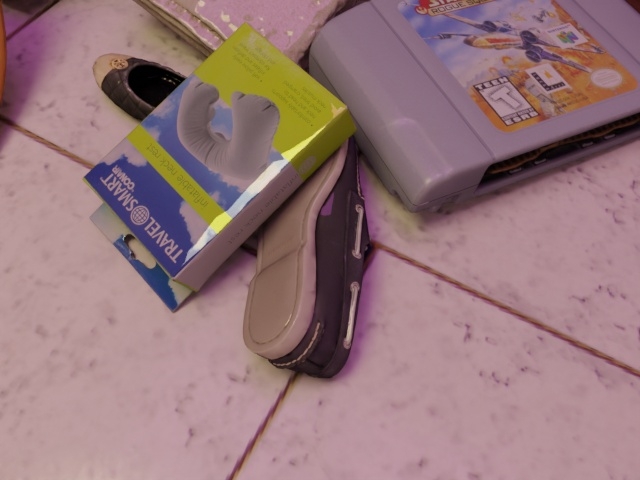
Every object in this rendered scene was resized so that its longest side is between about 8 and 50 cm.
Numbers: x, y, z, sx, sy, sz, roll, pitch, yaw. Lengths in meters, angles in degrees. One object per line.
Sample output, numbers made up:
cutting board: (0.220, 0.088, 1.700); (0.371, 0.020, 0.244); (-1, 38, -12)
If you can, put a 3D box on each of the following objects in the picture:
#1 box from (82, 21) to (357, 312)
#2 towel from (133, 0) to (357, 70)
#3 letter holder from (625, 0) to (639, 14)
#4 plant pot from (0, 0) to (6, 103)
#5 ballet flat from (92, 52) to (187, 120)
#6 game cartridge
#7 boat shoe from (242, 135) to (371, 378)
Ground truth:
box: (-0.076, -0.051, 0.434); (0.178, 0.042, 0.109); (-45, 69, -3)
towel: (-0.028, -0.275, 0.543); (0.187, 0.049, 0.282); (39, 84, 0)
letter holder: (0.401, -0.286, 0.584); (0.214, 0.152, 0.302); (-37, 67, -21)
plant pot: (-0.384, -0.140, 0.390); (0.204, 0.290, 0.290); (5, 56, 21)
ballet flat: (-0.108, -0.113, 0.503); (0.173, 0.049, 0.057); (27, 59, 13)
game cartridge: (0.152, -0.146, 0.529); (0.297, 0.062, 0.198); (-20, 66, -19)
boat shoe: (0.000, 0.000, 0.446); (0.065, 0.075, 0.206); (38, 45, -31)
